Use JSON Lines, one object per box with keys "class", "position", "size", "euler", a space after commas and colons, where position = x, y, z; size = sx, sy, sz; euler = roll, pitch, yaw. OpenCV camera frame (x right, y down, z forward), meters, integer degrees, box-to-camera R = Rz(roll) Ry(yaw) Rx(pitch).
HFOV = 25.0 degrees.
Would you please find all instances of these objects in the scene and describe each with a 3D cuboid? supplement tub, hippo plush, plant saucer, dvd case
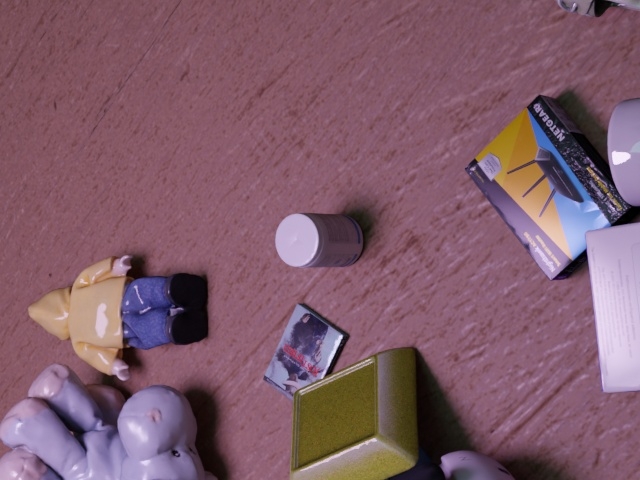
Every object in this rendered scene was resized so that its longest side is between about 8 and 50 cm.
{"class": "supplement tub", "position": [0.000, 0.000, 1.847], "size": [0.071, 0.107, 0.071], "euler": [-1, 88, 34]}
{"class": "hippo plush", "position": [-0.286, 0.308, 1.958], "size": [0.237, 0.234, 0.294], "euler": [-8, 84, 35]}
{"class": "plant saucer", "position": [0.030, 0.225, 1.788], "size": [0.188, 0.045, 0.188], "euler": [-27, 38, 25]}
{"class": "dvd case", "position": [-0.021, 0.156, 1.914], "size": [0.087, 0.013, 0.119], "euler": [34, 109, 30]}

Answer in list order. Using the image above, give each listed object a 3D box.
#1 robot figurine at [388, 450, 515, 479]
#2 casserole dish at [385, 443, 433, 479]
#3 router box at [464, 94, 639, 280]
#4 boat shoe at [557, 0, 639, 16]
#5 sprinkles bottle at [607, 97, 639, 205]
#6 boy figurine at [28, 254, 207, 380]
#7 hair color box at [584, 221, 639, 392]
{"class": "robot figurine", "position": [0.115, 0.361, 1.679], "size": [0.278, 0.209, 0.173], "euler": [-27, 78, -2]}
{"class": "casserole dish", "position": [0.076, 0.289, 1.831], "size": [0.114, 0.037, 0.188], "euler": [-49, 65, 24]}
{"class": "router box", "position": [0.273, -0.062, 1.699], "size": [0.133, 0.046, 0.179], "euler": [-46, 65, 25]}
{"class": "boat shoe", "position": [0.310, -0.303, 1.647], "size": [0.302, 0.109, 0.094], "euler": [11, 97, 31]}
{"class": "sprinkles bottle", "position": [0.486, -0.109, 1.510], "size": [0.355, 0.121, 0.121], "euler": [-5, 86, 34]}
{"class": "boy figurine", "position": [-0.297, 0.112, 2.058], "size": [0.285, 0.092, 0.177], "euler": [-7, 85, 35]}
{"class": "hair color box", "position": [0.463, 0.056, 1.530], "size": [0.339, 0.110, 0.185], "euler": [-10, 82, 36]}
